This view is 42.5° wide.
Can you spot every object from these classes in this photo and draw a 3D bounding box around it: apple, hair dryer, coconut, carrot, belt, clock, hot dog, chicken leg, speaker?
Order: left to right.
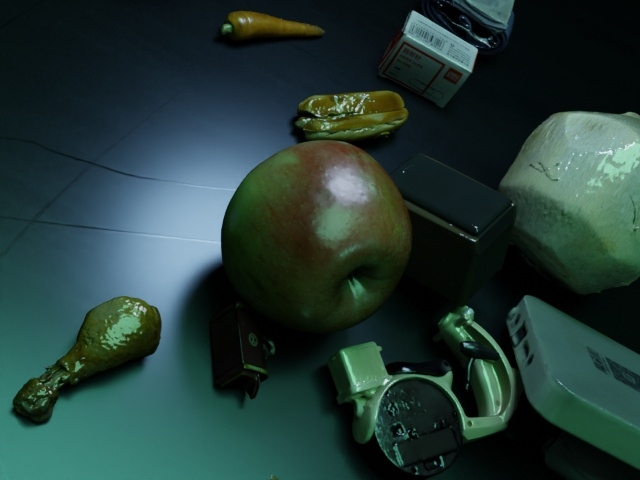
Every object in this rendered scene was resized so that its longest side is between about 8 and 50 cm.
[{"bbox_3d":[-0.344,0.173,1.226,0.107,0.087,0.251,40,58,15],"label":"chicken leg"},{"bbox_3d":[-0.098,-0.453,1.735,0.257,0.061,0.061,-10,66,-33],"label":"carrot"},{"bbox_3d":[0.000,0.000,1.339,0.319,0.319,0.277,-15,56,-32],"label":"apple"},{"bbox_3d":[0.070,-0.250,1.683,0.269,0.072,0.109,-8,67,-27],"label":"hot dog"},{"bbox_3d":[0.215,-0.022,1.503,0.231,0.192,0.153,30,47,27],"label":"speaker"},{"bbox_3d":[0.217,0.258,1.423,0.379,0.120,0.276,-12,71,-30],"label":"clock"},{"bbox_3d":[0.348,-0.534,1.941,0.230,0.139,0.126,31,52,-8],"label":"belt"},{"bbox_3d":[0.263,0.214,1.391,0.079,0.031,0.083,20,76,-22],"label":"hair dryer"},{"bbox_3d":[0.547,-0.092,1.649,0.346,0.346,0.360,40,87,1],"label":"coconut"}]

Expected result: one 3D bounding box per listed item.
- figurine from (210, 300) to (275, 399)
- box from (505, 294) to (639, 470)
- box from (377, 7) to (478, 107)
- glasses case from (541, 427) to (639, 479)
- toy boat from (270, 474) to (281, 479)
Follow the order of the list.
[{"bbox_3d":[-0.118,0.185,1.338,0.098,0.082,0.154,14,54,-41],"label":"figurine"},{"bbox_3d":[0.512,0.271,1.462,0.373,0.090,0.367,28,20,-5],"label":"box"},{"bbox_3d":[0.234,-0.396,1.810,0.182,0.133,0.099,28,52,-10],"label":"box"},{"bbox_3d":[0.533,0.428,1.491,0.308,0.083,0.128,38,47,0],"label":"glasses case"},{"bbox_3d":[0.000,0.428,1.240,0.206,0.072,0.064,35,51,-4],"label":"toy boat"}]
